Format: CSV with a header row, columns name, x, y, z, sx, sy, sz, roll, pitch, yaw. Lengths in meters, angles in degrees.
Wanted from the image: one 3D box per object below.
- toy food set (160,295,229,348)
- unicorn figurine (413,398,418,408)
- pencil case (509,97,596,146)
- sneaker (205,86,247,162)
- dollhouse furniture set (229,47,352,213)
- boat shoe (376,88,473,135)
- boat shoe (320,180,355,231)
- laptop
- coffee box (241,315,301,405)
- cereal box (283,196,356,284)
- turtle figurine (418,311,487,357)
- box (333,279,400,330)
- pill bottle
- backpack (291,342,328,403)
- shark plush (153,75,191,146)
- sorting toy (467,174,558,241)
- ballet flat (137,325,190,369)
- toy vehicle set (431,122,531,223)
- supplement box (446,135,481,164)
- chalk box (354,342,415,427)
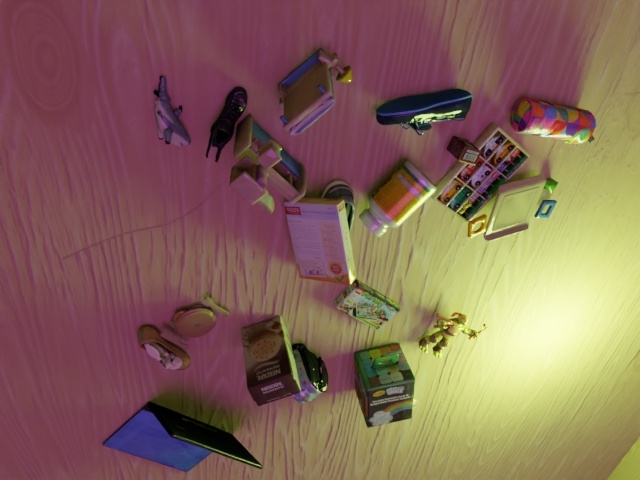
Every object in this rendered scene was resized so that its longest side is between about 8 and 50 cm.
name,x,y,z,sx,sy,sz,roll,pitch,yaw
toy food set,-0.388,0.247,1.479,0.192,0.038,0.132,-38,132,6
unicorn figurine,0.338,0.652,1.942,0.162,0.060,0.111,22,117,-45
pencil case,0.640,-0.323,1.316,0.236,0.104,0.104,7,122,-18
sneaker,-0.219,-0.273,1.124,0.051,0.089,0.170,25,114,-28
dollhouse furniture set,-0.022,-0.231,1.084,0.303,0.286,0.198,-34,126,24
boat shoe,0.269,-0.315,1.217,0.258,0.109,0.089,-9,129,-6
boat shoe,0.022,-0.011,1.364,0.116,0.099,0.319,6,123,-21
laptop,-0.490,0.755,1.685,0.382,0.408,0.236,37,74,-33
coffee box,-0.158,0.368,1.488,0.141,0.246,0.098,-19,127,-2
cereal box,0.000,0.000,1.310,0.173,0.047,0.240,7,118,32
turtle figurine,0.452,0.324,1.721,0.270,0.087,0.217,17,126,-34
box,0.157,0.218,1.598,0.207,0.036,0.114,31,111,-30
pill bottle,0.210,-0.111,1.334,0.118,0.117,0.208,34,110,-31
backpack,-0.051,0.456,1.617,0.115,0.182,0.152,-41,125,14
shark plush,-0.352,-0.297,1.115,0.067,0.073,0.161,-19,108,-25
sorting toy,0.584,-0.103,1.467,0.348,0.047,0.196,-15,130,-20
ballet flat,-0.493,0.360,1.501,0.080,0.073,0.232,-30,126,7
toy vehicle set,0.465,-0.190,1.398,0.166,0.035,0.267,27,114,-29
supplement box,0.393,-0.246,1.309,0.055,0.083,0.043,9,121,-21
chalk box,0.228,0.501,1.729,0.180,0.179,0.289,-9,125,-8
